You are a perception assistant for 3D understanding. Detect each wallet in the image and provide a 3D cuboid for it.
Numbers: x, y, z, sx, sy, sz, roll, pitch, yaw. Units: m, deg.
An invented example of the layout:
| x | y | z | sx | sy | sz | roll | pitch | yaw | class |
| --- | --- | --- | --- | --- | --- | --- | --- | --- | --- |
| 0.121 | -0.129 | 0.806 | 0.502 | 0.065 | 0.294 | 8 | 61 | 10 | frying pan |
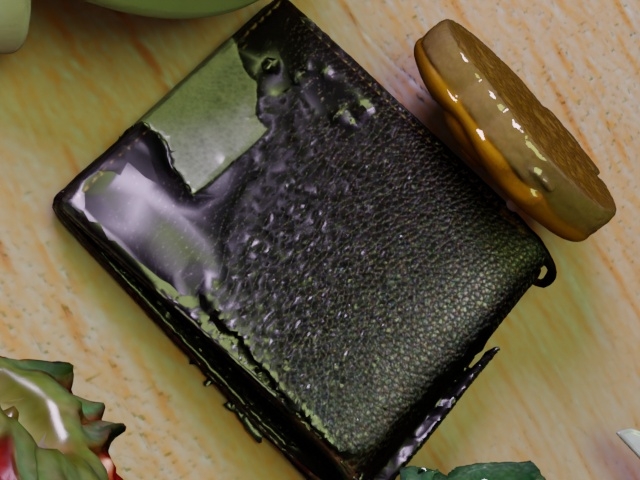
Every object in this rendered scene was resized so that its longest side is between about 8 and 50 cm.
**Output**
| x | y | z | sx | sy | sz | roll | pitch | yaw | class |
| --- | --- | --- | --- | --- | --- | --- | --- | --- | --- |
| 0.000 | 0.000 | 0.869 | 0.262 | 0.071 | 0.221 | 45 | 64 | -3 | wallet |

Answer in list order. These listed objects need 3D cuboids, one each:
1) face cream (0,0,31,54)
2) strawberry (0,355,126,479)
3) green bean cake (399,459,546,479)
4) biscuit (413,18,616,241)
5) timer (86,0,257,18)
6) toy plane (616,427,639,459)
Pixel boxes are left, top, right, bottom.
| x | y | z | sx | sy | sz | roll | pitch | yaw | class |
| --- | --- | --- | --- | --- | --- | --- | --- | --- | --- |
| -0.294 | -0.134 | 0.750 | 0.269 | 0.082 | 0.082 | -5 | 80 | -27 | face cream |
| -0.216 | 0.168 | 0.639 | 0.257 | 0.257 | 0.277 | 42 | 97 | -11 | strawberry |
| 0.088 | 0.254 | 0.795 | 0.107 | 0.193 | 0.208 | -5 | 122 | -5 | green bean cake |
| 0.123 | -0.065 | 0.919 | 0.170 | 0.050 | 0.170 | 43 | 19 | -19 | biscuit |
| -0.053 | -0.322 | 0.743 | 0.291 | 0.315 | 0.290 | 20 | 51 | -26 | timer |
| 0.323 | 0.164 | 0.957 | 0.255 | 0.101 | 0.251 | -5 | 65 | -30 | toy plane |
